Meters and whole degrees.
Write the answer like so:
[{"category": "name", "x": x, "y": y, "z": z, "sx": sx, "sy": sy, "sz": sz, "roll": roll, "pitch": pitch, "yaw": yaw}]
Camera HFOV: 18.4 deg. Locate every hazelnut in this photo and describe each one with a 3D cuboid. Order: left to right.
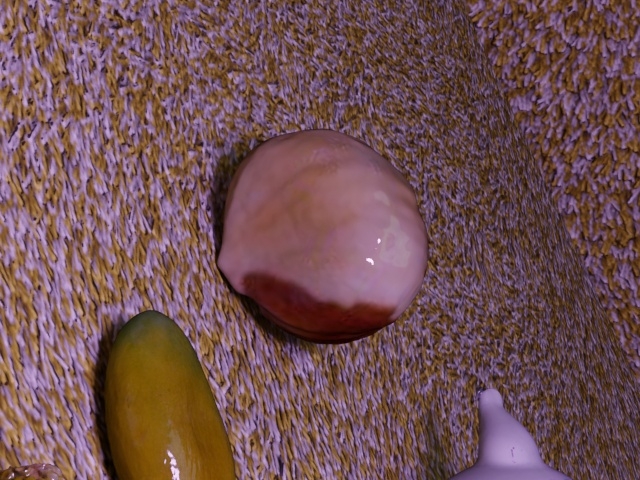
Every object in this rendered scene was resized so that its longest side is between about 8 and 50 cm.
[{"category": "hazelnut", "x": 0.000, "y": 0.000, "z": 2.223, "sx": 0.261, "sy": 0.241, "sz": 0.261, "roll": 162, "pitch": -90, "yaw": -84}]

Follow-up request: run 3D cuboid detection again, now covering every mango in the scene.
[{"category": "mango", "x": -0.149, "y": 0.175, "z": 1.866, "sx": 0.137, "sy": 0.091, "sz": 0.237, "roll": 13, "pitch": 53, "yaw": -65}]

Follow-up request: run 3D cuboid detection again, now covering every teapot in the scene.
[{"category": "teapot", "x": 0.215, "y": 0.385, "z": 2.338, "sx": 0.280, "sy": 0.252, "sz": 0.424, "roll": 163, "pitch": -72, "yaw": -77}]

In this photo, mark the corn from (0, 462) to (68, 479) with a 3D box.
[{"category": "corn", "x": -0.212, "y": 0.331, "z": 1.578, "sx": 0.097, "sy": 0.097, "sz": 0.320, "roll": 32, "pitch": 40, "yaw": -55}]
